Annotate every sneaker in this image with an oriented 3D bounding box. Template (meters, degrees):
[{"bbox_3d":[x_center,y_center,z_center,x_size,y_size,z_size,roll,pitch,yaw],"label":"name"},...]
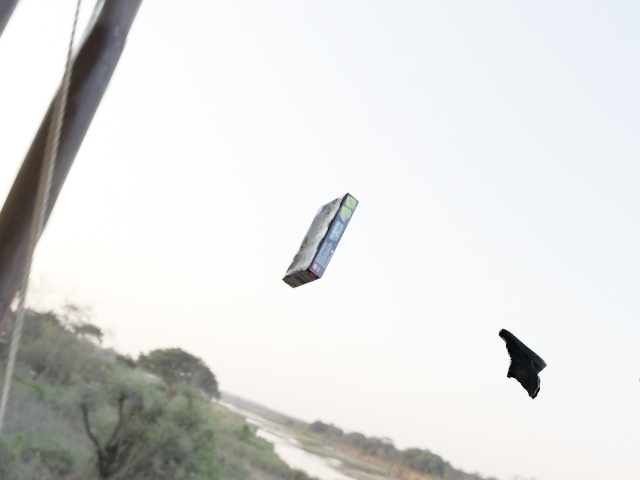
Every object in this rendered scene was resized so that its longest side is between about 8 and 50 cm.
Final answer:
[{"bbox_3d":[0.458,0.285,1.716,0.170,0.089,0.051,42,-4,37],"label":"sneaker"}]

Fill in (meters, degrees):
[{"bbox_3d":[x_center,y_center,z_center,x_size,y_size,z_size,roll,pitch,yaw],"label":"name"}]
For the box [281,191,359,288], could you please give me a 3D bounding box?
[{"bbox_3d":[0.000,0.000,1.546,0.036,0.207,0.114,38,-31,-19],"label":"box"}]
